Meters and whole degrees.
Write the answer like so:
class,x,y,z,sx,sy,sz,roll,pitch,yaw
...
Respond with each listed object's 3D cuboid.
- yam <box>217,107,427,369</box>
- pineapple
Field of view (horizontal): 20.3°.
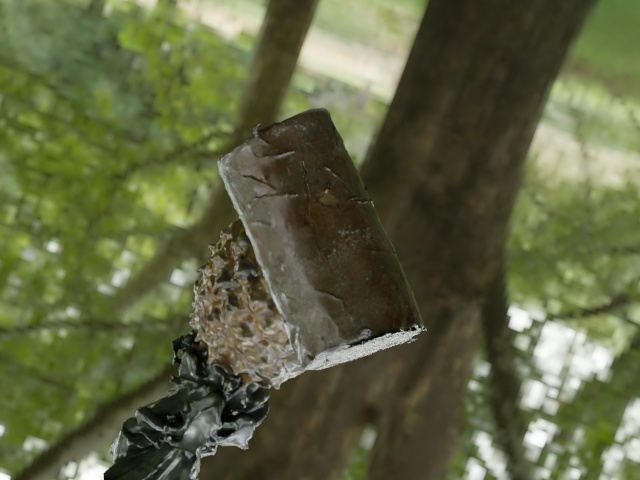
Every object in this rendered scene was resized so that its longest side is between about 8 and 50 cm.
class,x,y,z,sx,sy,sz,roll,pitch,yaw
yam,-0.001,0.001,1.004,0.079,0.141,0.079,-22,172,-3
pineapple,-0.074,0.098,1.278,0.111,0.237,0.119,40,-165,21
